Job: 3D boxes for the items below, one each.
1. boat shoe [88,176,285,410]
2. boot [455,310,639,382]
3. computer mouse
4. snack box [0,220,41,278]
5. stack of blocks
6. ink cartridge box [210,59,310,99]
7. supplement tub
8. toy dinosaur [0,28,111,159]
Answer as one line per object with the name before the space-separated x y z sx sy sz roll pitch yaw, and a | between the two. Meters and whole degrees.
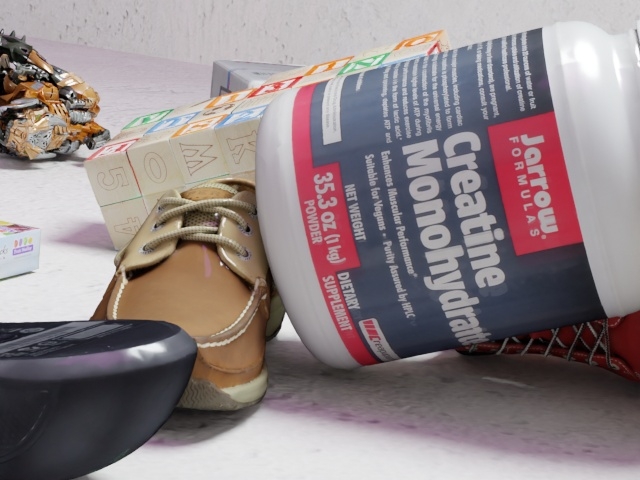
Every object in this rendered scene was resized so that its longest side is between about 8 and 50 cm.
boat shoe | -0.084 0.022 1.007 0.123 0.120 0.324 7 10 0
boot | 0.175 0.066 1.069 0.176 0.088 0.244 -4 14 -14
computer mouse | -0.177 0.082 0.796 0.272 0.072 0.188 -1 7 34
snack box | -0.292 0.007 1.183 0.100 0.037 0.141 10 11 22
stack of blocks | -0.033 -0.088 1.357 0.297 0.087 0.171 -13 17 20
ink cartridge box | -0.006 -0.137 1.882 0.226 0.131 0.306 4 9 -11
supplement tub | 0.110 -0.031 1.003 0.272 0.191 0.191 -13 6 13
toy dinosaur | -0.342 -0.153 1.844 0.218 0.164 0.322 22 -7 3
